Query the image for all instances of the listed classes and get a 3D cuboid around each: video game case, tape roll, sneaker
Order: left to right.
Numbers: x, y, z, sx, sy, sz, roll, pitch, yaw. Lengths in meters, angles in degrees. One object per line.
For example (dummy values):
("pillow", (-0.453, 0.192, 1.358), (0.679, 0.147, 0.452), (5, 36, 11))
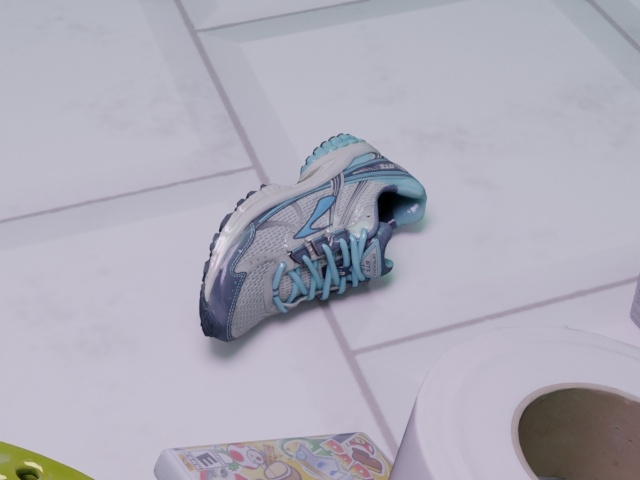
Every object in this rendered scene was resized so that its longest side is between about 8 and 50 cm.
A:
("sneaker", (0.000, 0.000, 1.046), (0.122, 0.110, 0.283), (26, 48, 22))
("video game case", (0.023, 0.217, 0.786), (0.206, 0.026, 0.227), (5, 29, -45))
("tape roll", (0.189, 0.183, 0.791), (0.286, 0.100, 0.286), (10, 33, -6))

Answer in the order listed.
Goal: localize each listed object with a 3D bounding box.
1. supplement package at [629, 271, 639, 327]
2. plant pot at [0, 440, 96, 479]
("supplement package", (0.395, 0.008, 0.957), (0.194, 0.203, 0.149), (-18, 45, -19))
("plant pot", (-0.163, 0.268, 0.667), (0.207, 0.227, 0.228), (6, 44, -2))
